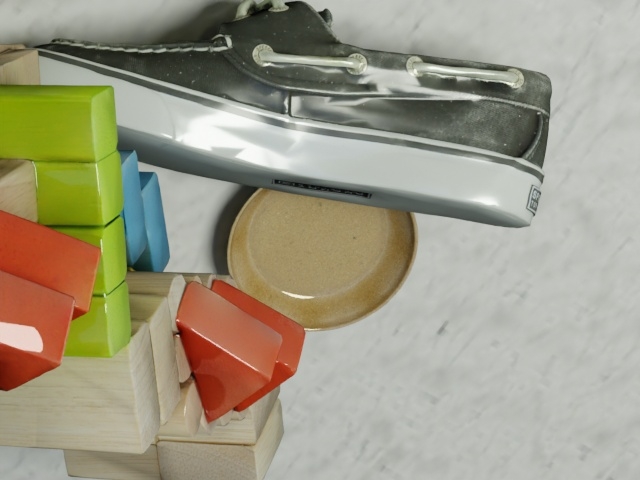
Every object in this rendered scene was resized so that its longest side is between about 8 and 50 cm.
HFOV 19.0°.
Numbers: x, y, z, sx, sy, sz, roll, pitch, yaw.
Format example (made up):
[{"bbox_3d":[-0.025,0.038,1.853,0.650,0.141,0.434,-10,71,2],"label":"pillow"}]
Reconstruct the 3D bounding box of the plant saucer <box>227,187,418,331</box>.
[{"bbox_3d":[0.000,0.000,0.823,0.083,0.015,0.083,-5,120,-9],"label":"plant saucer"}]

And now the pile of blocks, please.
[{"bbox_3d":[-0.072,0.009,0.662,0.112,0.362,0.149,2,82,14],"label":"pile of blocks"}]

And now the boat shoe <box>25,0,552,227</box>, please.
[{"bbox_3d":[-0.016,-0.058,0.762,0.219,0.078,0.070,11,84,-8],"label":"boat shoe"}]
